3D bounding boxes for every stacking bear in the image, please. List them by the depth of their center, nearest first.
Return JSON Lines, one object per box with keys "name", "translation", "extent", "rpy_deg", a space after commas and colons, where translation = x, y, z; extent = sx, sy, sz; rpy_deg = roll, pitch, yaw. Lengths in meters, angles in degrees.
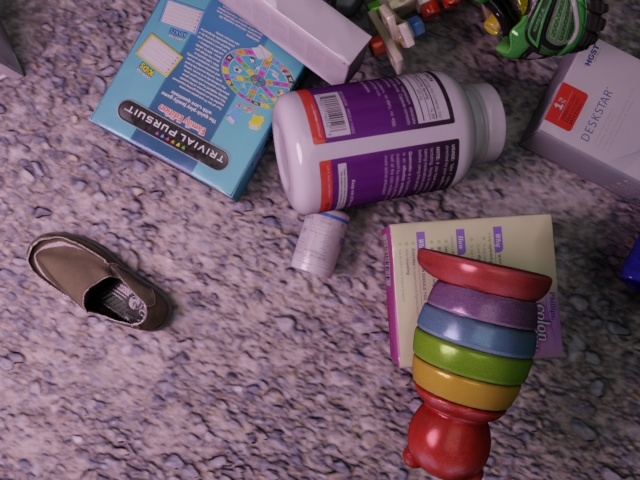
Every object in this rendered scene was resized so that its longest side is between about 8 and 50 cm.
{"name": "stacking bear", "translation": [0.190, 0.170, 0.758], "extent": [0.176, 0.164, 0.288], "rpy_deg": [13, 93, 0]}

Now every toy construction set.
{"name": "toy construction set", "translation": [0.202, -0.380, 0.911], "extent": [0.328, 0.151, 0.214], "rpy_deg": [-24, 88, -12]}

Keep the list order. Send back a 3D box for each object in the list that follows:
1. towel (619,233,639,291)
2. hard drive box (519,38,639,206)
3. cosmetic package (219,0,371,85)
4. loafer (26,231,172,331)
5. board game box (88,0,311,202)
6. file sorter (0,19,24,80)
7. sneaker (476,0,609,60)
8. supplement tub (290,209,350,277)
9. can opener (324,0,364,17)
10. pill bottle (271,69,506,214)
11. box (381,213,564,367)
{"name": "towel", "translation": [0.581, -0.031, 0.866], "extent": [0.228, 0.076, 0.308], "rpy_deg": [28, 87, -39]}
{"name": "hard drive box", "translation": [0.472, -0.187, 0.922], "extent": [0.232, 0.089, 0.181], "rpy_deg": [27, 87, 1]}
{"name": "cosmetic package", "translation": [-0.042, -0.328, 0.842], "extent": [0.239, 0.099, 0.060], "rpy_deg": [37, 82, 0]}
{"name": "loafer", "translation": [-0.353, 0.062, 0.905], "extent": [0.251, 0.087, 0.094], "rpy_deg": [27, 87, 1]}
{"name": "board game box", "translation": [-0.167, -0.269, 0.927], "extent": [0.254, 0.079, 0.335], "rpy_deg": [29, 87, 1]}
{"name": "file sorter", "translation": [-0.617, -0.332, 0.834], "extent": [0.173, 0.278, 0.192], "rpy_deg": [-23, 87, 3]}
{"name": "sneaker", "translation": [0.264, -0.412, 0.779], "extent": [0.147, 0.134, 0.343], "rpy_deg": [-18, 87, -11]}
{"name": "supplement tub", "translation": [0.000, 0.000, 0.919], "extent": [0.071, 0.071, 0.107], "rpy_deg": [17, 88, 1]}
{"name": "can opener", "translation": [0.060, -0.497, 0.940], "extent": [0.095, 0.076, 0.283], "rpy_deg": [17, 86, 9]}
{"name": "pill bottle", "translation": [0.099, -0.151, 0.861], "extent": [0.323, 0.181, 0.181], "rpy_deg": [-11, 87, -10]}
{"name": "box", "translation": [0.227, 0.075, 0.893], "extent": [0.243, 0.117, 0.213], "rpy_deg": [-4, 87, 0]}
